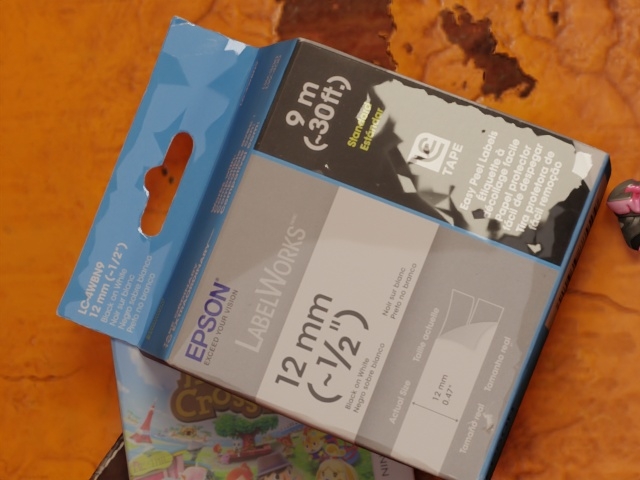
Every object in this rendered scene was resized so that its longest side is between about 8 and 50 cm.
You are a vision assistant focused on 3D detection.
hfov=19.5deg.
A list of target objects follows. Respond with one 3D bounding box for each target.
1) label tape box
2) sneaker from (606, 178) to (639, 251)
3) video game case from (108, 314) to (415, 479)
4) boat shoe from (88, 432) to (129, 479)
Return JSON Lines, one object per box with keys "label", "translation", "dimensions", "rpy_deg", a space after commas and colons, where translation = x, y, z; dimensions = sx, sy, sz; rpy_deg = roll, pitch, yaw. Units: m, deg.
{"label": "label tape box", "translation": [0.000, 0.000, 1.322], "dimensions": [0.347, 0.115, 0.249], "rpy_deg": [21, 86, 8]}
{"label": "sneaker", "translation": [0.267, -0.021, 1.326], "dimensions": [0.119, 0.047, 0.057], "rpy_deg": [-10, 109, 21]}
{"label": "video game case", "translation": [-0.041, 0.141, 1.399], "dimensions": [0.212, 0.023, 0.193], "rpy_deg": [-8, 86, -4]}
{"label": "boat shoe", "translation": [-0.164, 0.259, 1.445], "dimensions": [0.123, 0.123, 0.342], "rpy_deg": [34, 103, 15]}
